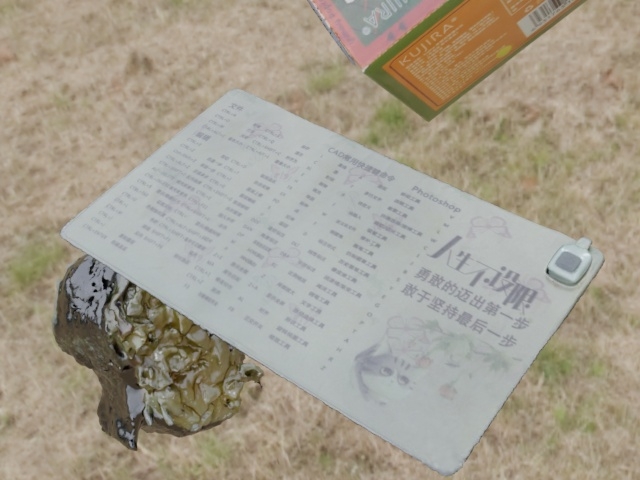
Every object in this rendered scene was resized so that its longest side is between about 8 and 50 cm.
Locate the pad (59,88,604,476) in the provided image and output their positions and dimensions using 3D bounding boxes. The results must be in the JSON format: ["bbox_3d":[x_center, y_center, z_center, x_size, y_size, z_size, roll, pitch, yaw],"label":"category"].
[{"bbox_3d":[0.000,0.000,0.471,0.265,0.009,0.159,27,57,26],"label":"pad"}]

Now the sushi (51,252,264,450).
[{"bbox_3d":[-0.159,0.104,0.801,0.115,0.212,0.147,10,45,42],"label":"sushi"}]

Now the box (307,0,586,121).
[{"bbox_3d":[0.088,-0.228,0.640,0.195,0.148,0.177,-37,68,18],"label":"box"}]
